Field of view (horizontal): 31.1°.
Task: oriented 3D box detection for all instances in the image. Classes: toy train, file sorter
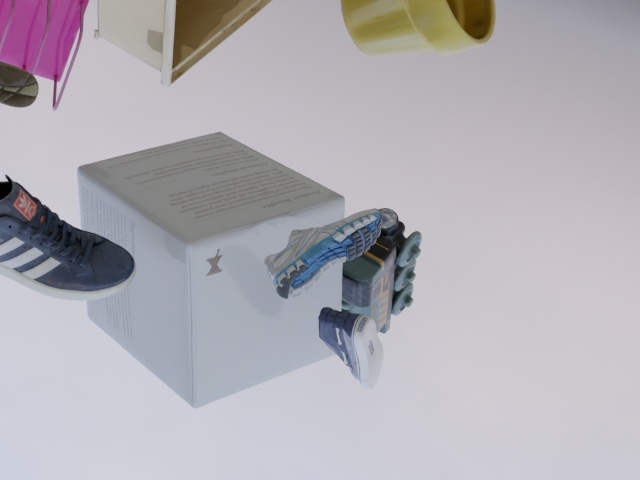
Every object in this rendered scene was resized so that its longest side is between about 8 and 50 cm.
[{"bbox_3d":[0.094,0.080,2.246,0.142,0.334,0.190,31,-121,19],"label":"toy train"},{"bbox_3d":[-0.622,-0.399,2.239,0.291,0.202,0.182,16,-148,-21],"label":"file sorter"}]

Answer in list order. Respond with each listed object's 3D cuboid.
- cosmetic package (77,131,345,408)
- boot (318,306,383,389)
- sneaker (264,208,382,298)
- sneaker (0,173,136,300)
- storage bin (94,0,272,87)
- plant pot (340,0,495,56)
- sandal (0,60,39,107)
[{"bbox_3d":[-0.204,0.036,2.094,0.329,0.327,0.394,-17,-148,-34],"label":"cosmetic package"},{"bbox_3d":[0.050,0.176,1.911,0.086,0.190,0.069,17,-126,22],"label":"boot"},{"bbox_3d":[0.000,0.000,1.665,0.191,0.071,0.083,-31,-129,-10],"label":"sneaker"},{"bbox_3d":[-0.454,-0.017,1.806,0.350,0.148,0.131,16,-136,-11],"label":"sneaker"},{"bbox_3d":[-0.142,-0.369,1.356,0.123,0.262,0.260,30,-129,16],"label":"storage bin"},{"bbox_3d":[0.179,-0.469,2.233,0.239,0.254,0.254,-12,-167,32],"label":"plant pot"},{"bbox_3d":[-0.473,-0.234,1.573,0.180,0.072,0.049,23,-177,-38],"label":"sandal"}]
